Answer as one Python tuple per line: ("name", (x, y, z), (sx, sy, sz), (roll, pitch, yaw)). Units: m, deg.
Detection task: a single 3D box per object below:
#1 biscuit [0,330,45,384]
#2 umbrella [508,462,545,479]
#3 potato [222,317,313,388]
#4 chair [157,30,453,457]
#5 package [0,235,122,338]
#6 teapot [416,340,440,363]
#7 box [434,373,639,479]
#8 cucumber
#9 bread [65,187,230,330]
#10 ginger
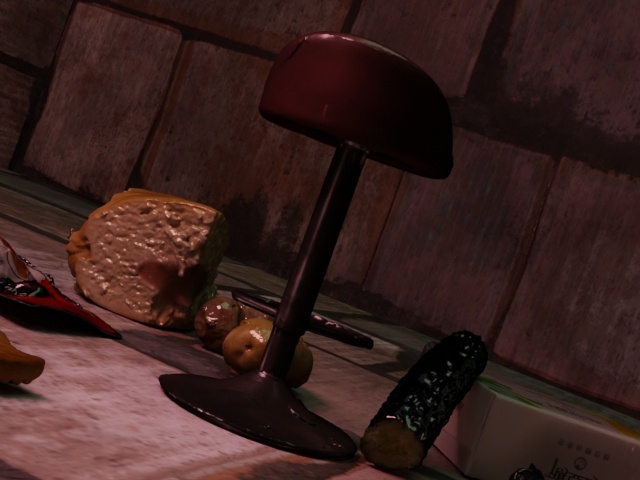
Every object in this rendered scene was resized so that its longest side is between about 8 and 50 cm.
("biscuit", (-0.353, 0.070, 0.894), (0.229, 0.031, 0.176), (20, 0, 35))
("umbrella", (0.231, 0.277, 1.096), (0.050, 0.046, 0.188), (2, 6, -6))
("potato", (-0.062, 0.140, 1.323), (0.107, 0.080, 0.170), (10, -7, 18))
("chair", (0.000, 0.000, 1.119), (0.227, 0.401, 0.226), (20, 2, -1))
("package", (-0.375, 0.040, 1.276), (0.269, 0.071, 0.194), (35, 10, 27))
("teapot", (0.199, 0.225, 1.890), (0.049, 0.083, 0.063), (18, 11, -33))
("box", (0.277, 0.253, 1.334), (0.260, 0.111, 0.194), (22, 1, -14))
("cucumber", (0.129, 0.164, 1.201), (0.072, 0.072, 0.300), (21, 26, 17))
("bread", (-0.249, 0.019, 1.545), (0.211, 0.183, 0.224), (15, -1, 7))
("ginger", (-0.112, 0.121, 1.517), (0.104, 0.080, 0.204), (-13, -9, 14))
